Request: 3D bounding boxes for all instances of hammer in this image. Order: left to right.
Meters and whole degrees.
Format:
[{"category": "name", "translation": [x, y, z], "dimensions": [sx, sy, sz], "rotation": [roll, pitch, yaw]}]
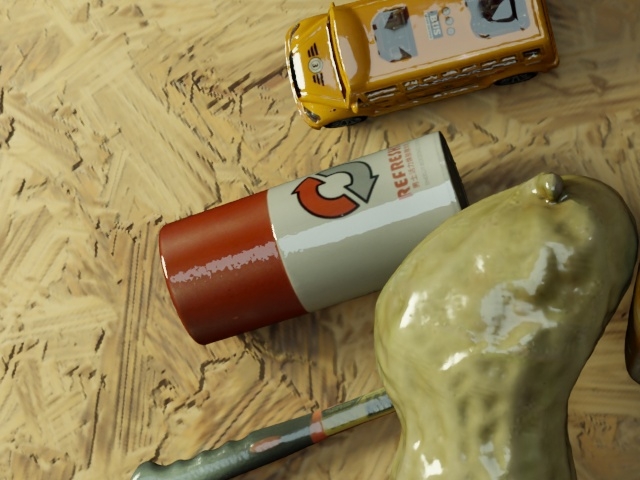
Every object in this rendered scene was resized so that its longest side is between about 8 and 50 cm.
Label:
[{"category": "hammer", "translation": [-0.008, 0.137, 1.303], "dimensions": [0.288, 0.033, 0.111], "rotation": [-21, 79, 9]}]

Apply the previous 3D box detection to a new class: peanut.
[{"category": "peanut", "translation": [0.109, 0.090, 1.188], "dimensions": [0.159, 0.143, 0.291], "rotation": [16, 101, 19]}]

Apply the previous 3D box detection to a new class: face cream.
[{"category": "face cream", "translation": [0.000, 0.000, 1.283], "dimensions": [0.214, 0.096, 0.096], "rotation": [-18, 81, 9]}]

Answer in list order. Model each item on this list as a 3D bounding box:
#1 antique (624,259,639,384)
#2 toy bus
[{"category": "antique", "translation": [0.283, -0.026, 1.173], "dimensions": [0.129, 0.223, 0.278], "rotation": [16, 53, 10]}, {"category": "toy bus", "translation": [0.068, -0.142, 1.289], "dimensions": [0.194, 0.088, 0.083], "rotation": [-14, 82, 9]}]
